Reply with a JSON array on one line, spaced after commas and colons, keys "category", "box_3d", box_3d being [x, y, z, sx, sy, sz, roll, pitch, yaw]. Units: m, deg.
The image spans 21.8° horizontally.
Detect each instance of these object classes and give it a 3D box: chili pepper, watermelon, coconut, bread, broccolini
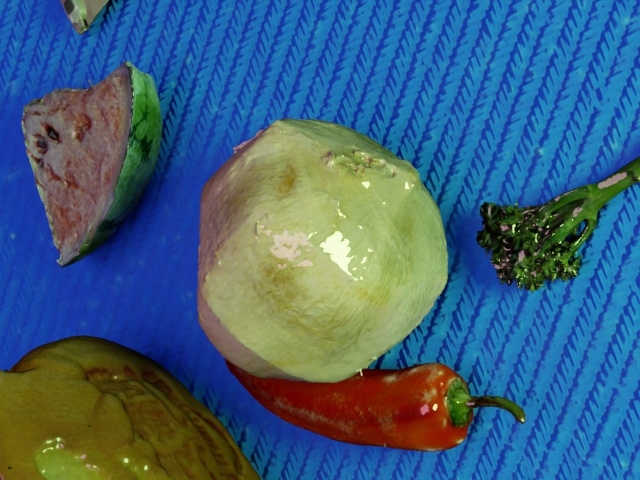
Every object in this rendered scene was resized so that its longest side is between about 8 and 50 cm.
[{"category": "chili pepper", "box_3d": [0.034, 0.117, 1.230, 0.272, 0.071, 0.063, 4, 134, 35]}, {"category": "watermelon", "box_3d": [-0.184, -0.078, 1.347, 0.139, 0.071, 0.187, 40, 119, 30]}, {"category": "coconut", "box_3d": [0.000, 0.002, 1.180, 0.194, 0.194, 0.194, 2, 93, 30]}, {"category": "bread", "box_3d": [-0.151, 0.193, 1.232, 0.270, 0.270, 0.148, 49, 115, 19]}, {"category": "broccolini", "box_3d": [0.212, -0.045, 1.127, 0.254, 0.057, 0.071, -35, 118, 29]}]

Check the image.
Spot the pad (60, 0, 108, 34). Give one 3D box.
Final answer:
[{"category": "pad", "box_3d": [-0.160, -0.305, 1.314, 0.265, 0.009, 0.159, -44, 65, 36]}]
